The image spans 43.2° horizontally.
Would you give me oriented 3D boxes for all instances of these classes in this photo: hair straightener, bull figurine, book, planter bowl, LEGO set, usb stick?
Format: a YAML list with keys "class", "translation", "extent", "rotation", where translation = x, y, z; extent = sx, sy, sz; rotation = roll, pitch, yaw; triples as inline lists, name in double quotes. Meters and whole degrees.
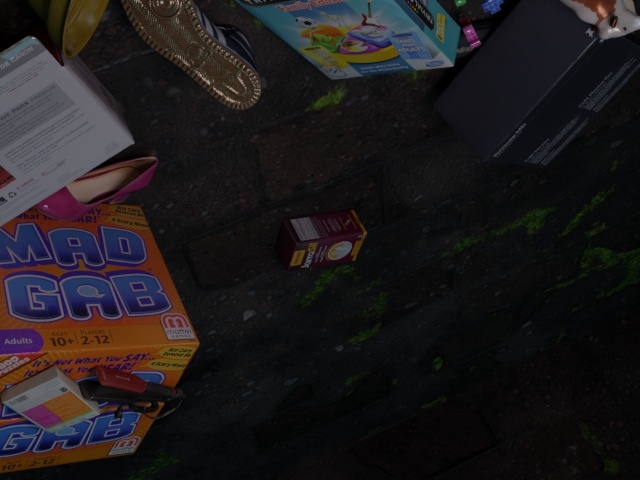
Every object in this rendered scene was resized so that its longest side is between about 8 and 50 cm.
- class: "hair straightener"
  translation: [-0.325, 0.271, 1.407]
  extent: [0.089, 0.047, 0.230]
  rotation: [-43, 148, 16]
- class: "bull figurine"
  translation: [0.456, -0.490, 1.427]
  extent: [0.188, 0.310, 0.101]
  rotation: [-56, 161, 6]
- class: "book"
  translation: [-0.437, 0.263, 1.316]
  extent: [0.096, 0.035, 0.144]
  rotation: [-26, 145, -2]
- class: "planter bowl"
  translation: [-0.348, -0.369, 1.114]
  extent: [0.090, 0.217, 0.217]
  rotation: [23, 128, -8]
- class: "LEGO set"
  translation: [0.274, -0.446, 1.456]
  extent: [0.087, 0.093, 0.227]
  rotation: [-26, 134, 15]
- class: "usb stick"
  translation: [0.250, -0.391, 1.609]
  extent: [0.278, 0.045, 0.077]
  rotation: [-15, 143, -21]

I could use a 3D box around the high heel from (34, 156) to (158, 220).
- class: "high heel"
  translation: [-0.390, -0.101, 1.424]
  extent: [0.117, 0.082, 0.244]
  rotation: [-39, 166, 27]

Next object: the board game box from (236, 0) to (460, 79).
- class: "board game box"
  translation: [0.037, -0.377, 1.308]
  extent: [0.254, 0.079, 0.336]
  rotation: [1, 164, 36]

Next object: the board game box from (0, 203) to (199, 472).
- class: "board game box"
  translation: [-0.501, 0.173, 1.498]
  extent: [0.356, 0.356, 0.356]
  rotation: [2, 135, -38]

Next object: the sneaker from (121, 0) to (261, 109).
- class: "sneaker"
  translation: [-0.207, -0.341, 1.308]
  extent: [0.099, 0.153, 0.282]
  rotation: [-38, 115, 16]

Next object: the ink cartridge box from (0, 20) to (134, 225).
- class: "ink cartridge box"
  translation: [-0.497, -0.184, 1.244]
  extent: [0.309, 0.130, 0.272]
  rotation: [-31, 146, 1]

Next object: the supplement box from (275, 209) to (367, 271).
- class: "supplement box"
  translation: [0.000, 0.000, 1.894]
  extent: [0.188, 0.081, 0.104]
  rotation: [-9, 141, -27]

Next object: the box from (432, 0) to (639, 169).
- class: "box"
  translation: [0.464, -0.334, 1.677]
  extent: [0.312, 0.179, 0.343]
  rotation: [-2, 138, -53]
